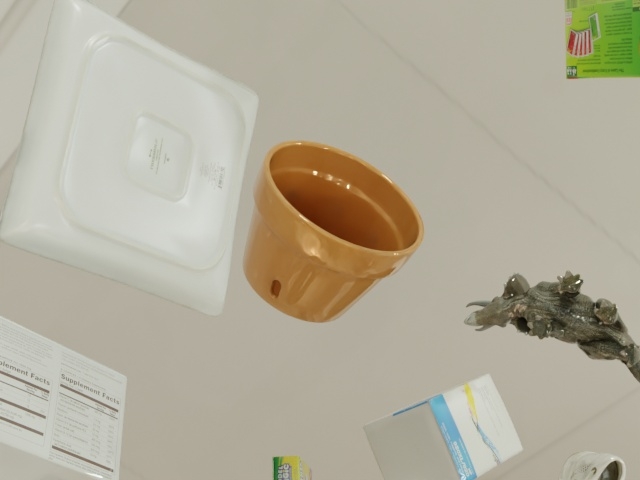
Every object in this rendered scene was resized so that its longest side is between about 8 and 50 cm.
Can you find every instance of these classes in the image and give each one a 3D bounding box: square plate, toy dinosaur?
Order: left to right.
[{"bbox_3d":[-0.222,-0.111,1.374,0.344,0.049,0.347,24,66,-39],"label":"square plate"},{"bbox_3d":[0.359,0.113,1.436,0.314,0.121,0.160,18,1,7],"label":"toy dinosaur"}]

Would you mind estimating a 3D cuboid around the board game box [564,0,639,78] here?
[{"bbox_3d":[0.289,-0.196,0.968,0.043,0.092,0.181,-7,10,-16],"label":"board game box"}]

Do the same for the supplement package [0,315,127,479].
[{"bbox_3d":[-0.383,0.222,1.184,0.204,0.262,0.145,34,38,-37],"label":"supplement package"}]

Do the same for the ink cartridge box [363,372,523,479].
[{"bbox_3d":[0.236,0.377,2.007,0.233,0.171,0.168,-12,76,-51],"label":"ink cartridge box"}]

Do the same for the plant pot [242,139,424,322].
[{"bbox_3d":[0.000,0.000,1.759,0.291,0.203,0.291,21,31,-13],"label":"plant pot"}]

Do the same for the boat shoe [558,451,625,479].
[{"bbox_3d":[0.358,0.423,1.461,0.098,0.096,0.277,23,70,-12],"label":"boat shoe"}]

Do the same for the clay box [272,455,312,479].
[{"bbox_3d":[-0.050,0.460,1.888,0.222,0.053,0.127,73,14,-70],"label":"clay box"}]
